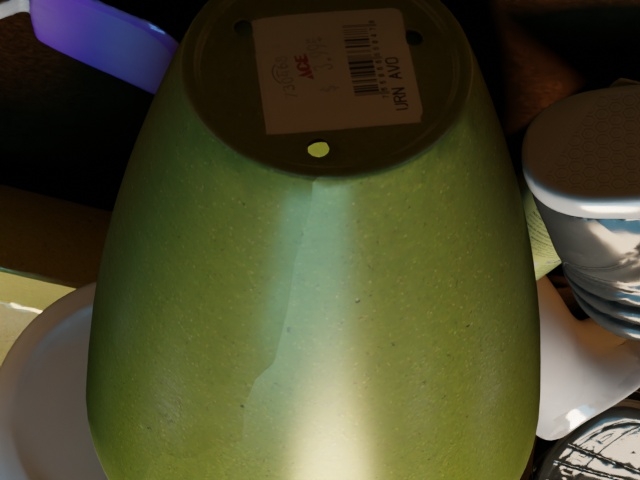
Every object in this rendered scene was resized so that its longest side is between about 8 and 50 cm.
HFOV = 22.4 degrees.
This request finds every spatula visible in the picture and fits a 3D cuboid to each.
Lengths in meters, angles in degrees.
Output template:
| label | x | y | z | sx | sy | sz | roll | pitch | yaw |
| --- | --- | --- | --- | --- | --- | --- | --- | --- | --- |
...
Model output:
| label | x | y | z | sx | sy | sz | roll | pitch | yaw |
| --- | --- | --- | --- | --- | --- | --- | --- | --- | --- |
| spatula | -0.212 | -0.123 | 0.859 | 0.296 | 0.030 | 0.084 | 9 | 160 | -6 |

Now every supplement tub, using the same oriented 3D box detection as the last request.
| label | x | y | z | sx | sy | sz | roll | pitch | yaw |
| --- | --- | --- | --- | --- | --- | --- | --- | --- | --- |
| supplement tub | -0.109 | 0.149 | 1.127 | 0.191 | 0.191 | 0.272 | 4 | 161 | 6 |

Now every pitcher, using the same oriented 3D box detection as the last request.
| label | x | y | z | sx | sy | sz | roll | pitch | yaw |
| --- | --- | --- | --- | --- | --- | --- | --- | --- | --- |
| pitcher | 0.106 | 0.085 | 1.154 | 0.207 | 0.125 | 0.178 | 27 | 111 | -33 |

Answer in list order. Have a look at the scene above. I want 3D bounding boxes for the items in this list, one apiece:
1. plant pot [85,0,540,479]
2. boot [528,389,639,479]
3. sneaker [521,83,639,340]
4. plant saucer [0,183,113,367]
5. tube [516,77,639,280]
| label | x | y | z | sx | sy | sz | roll | pitch | yaw |
| --- | --- | --- | --- | --- | --- | --- | --- | --- | --- |
| plant pot | 0.000 | 0.000 | 0.861 | 0.275 | 0.275 | 0.293 | 6 | 144 | 2 |
| boot | 0.227 | 0.154 | 1.357 | 0.085 | 0.178 | 0.236 | 17 | 137 | 0 |
| sneaker | 0.260 | -0.012 | 0.867 | 0.296 | 0.104 | 0.147 | 1 | 148 | 12 |
| plant saucer | -0.285 | 0.023 | 1.238 | 0.333 | 0.081 | 0.333 | 15 | 160 | -22 |
| tube | 0.159 | -0.034 | 0.972 | 0.070 | 0.062 | 0.240 | -33 | 173 | -29 |
